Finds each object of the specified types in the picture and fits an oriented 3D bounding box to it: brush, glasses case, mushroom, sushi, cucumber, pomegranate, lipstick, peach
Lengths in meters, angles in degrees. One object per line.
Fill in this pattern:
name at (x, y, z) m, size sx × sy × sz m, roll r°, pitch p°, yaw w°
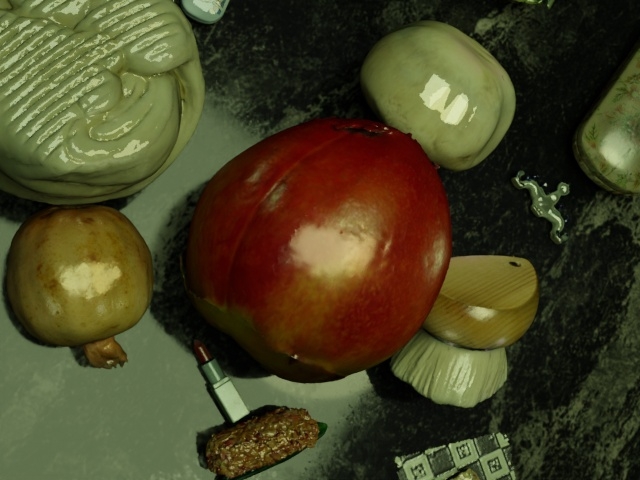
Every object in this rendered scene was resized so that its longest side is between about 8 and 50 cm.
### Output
brush at (0.233, 0.124, 1.740) m, size 0.266 × 0.174 × 0.166 m, roll -19°, pitch 127°, yaw -48°
glasses case at (0.563, -0.259, 1.897) m, size 0.156 × 0.098 × 0.425 m, roll 38°, pitch 75°, yaw -5°
mushroom at (0.153, -0.194, 1.724) m, size 0.260 × 0.254 × 0.234 m, roll 24°, pitch 122°, yaw -33°
sushi at (0.225, 0.409, 1.760) m, size 0.192 × 0.040 × 0.210 m, roll -11°, pitch 88°, yaw -18°
cucumber at (-0.068, 0.309, 1.683) m, size 0.184 × 0.036 × 0.033 m, roll -23°, pitch 93°, yaw -19°
pomegranate at (-0.321, 0.047, 1.547) m, size 0.207 × 0.207 × 0.207 m, roll 2°, pitch 84°, yaw -17°
lipstick at (-0.148, 0.198, 1.672) m, size 0.030 × 0.030 × 0.129 m, roll -31°, pitch 94°, yaw -17°
glasses case at (-0.150, -0.404, 1.721) m, size 0.067 × 0.045 × 0.179 m, roll 23°, pitch 79°, yaw -13°
peach at (0.000, 0.000, 1.572) m, size 0.370 × 0.370 × 0.370 m, roll 2°, pitch 84°, yaw -17°

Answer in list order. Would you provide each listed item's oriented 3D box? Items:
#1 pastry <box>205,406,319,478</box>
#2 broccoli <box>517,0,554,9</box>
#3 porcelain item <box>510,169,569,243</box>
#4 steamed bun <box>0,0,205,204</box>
pastry at (-0.081, 0.277, 1.648) m, size 0.169 × 0.087 × 0.063 m, roll -21°, pitch 129°, yaw -18°
broccoli at (0.358, -0.503, 1.791) m, size 0.321 × 0.304 × 0.283 m, roll 15°, pitch 111°, yaw -13°
porcelain item at (0.367, -0.067, 1.858) m, size 0.075 × 0.021 × 0.136 m, roll -37°, pitch 96°, yaw -17°
steamed bun at (-0.325, -0.195, 1.535) m, size 0.342 × 0.255 × 0.367 m, roll -40°, pitch 65°, yaw -15°
